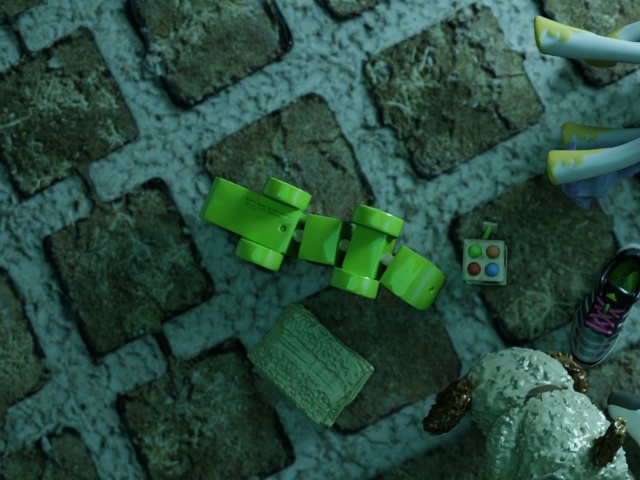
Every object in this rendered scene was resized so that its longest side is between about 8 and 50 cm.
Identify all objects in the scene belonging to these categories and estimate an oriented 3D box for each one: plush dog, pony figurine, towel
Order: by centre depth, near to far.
[{"bbox_3d":[0.256,0.220,1.622,0.262,0.210,0.225,-8,44,-29],"label":"plush dog"},{"bbox_3d":[0.456,-0.156,1.637,0.364,0.303,0.350,-10,71,25],"label":"pony figurine"},{"bbox_3d":[-0.014,0.163,1.788,0.148,0.027,0.110,40,92,12],"label":"towel"}]

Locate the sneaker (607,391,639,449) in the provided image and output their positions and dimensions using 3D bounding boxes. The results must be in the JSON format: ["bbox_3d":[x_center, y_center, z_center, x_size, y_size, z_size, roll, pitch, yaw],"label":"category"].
[{"bbox_3d":[0.440,0.304,1.646,0.270,0.090,0.145,30,87,11],"label":"sneaker"}]

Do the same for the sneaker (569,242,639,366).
[{"bbox_3d":[0.360,0.077,1.700,0.063,0.075,0.170,30,89,13],"label":"sneaker"}]

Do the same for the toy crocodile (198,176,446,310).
[{"bbox_3d":[0.000,0.000,1.777,0.341,0.105,0.115,18,87,18],"label":"toy crocodile"}]

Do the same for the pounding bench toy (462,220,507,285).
[{"bbox_3d":[0.210,0.013,1.743,0.052,0.065,0.083,2,82,12],"label":"pounding bench toy"}]
